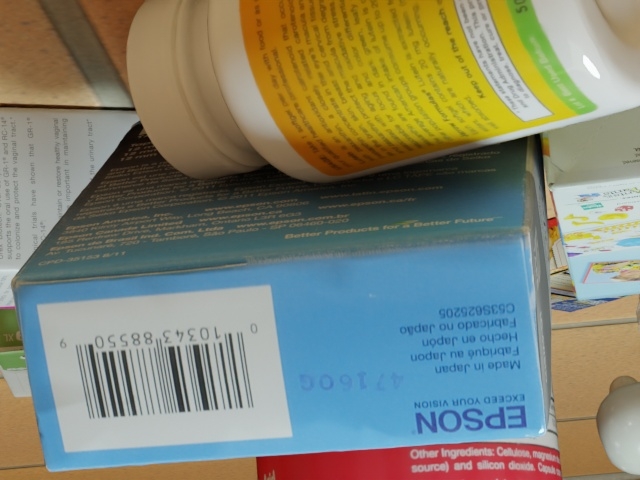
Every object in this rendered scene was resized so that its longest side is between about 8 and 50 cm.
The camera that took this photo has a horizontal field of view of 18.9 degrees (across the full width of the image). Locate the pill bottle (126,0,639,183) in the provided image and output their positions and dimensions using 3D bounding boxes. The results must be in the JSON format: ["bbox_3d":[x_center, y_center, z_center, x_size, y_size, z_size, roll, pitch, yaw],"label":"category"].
[{"bbox_3d":[0.032,-0.104,0.924,0.246,0.136,0.136,-13,163,31],"label":"pill bottle"}]

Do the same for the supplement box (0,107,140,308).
[{"bbox_3d":[-0.190,-0.018,1.242,0.220,0.114,0.111,-1,166,-19],"label":"supplement box"}]

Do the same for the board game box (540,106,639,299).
[{"bbox_3d":[0.201,-0.069,1.099,0.144,0.142,0.275,-7,165,8],"label":"board game box"}]

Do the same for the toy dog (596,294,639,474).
[{"bbox_3d":[0.371,0.058,1.548,0.334,0.161,0.220,-8,122,-10],"label":"toy dog"}]

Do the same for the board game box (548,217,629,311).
[{"bbox_3d":[0.237,0.014,1.626,0.147,0.045,0.193,10,160,-43],"label":"board game box"}]

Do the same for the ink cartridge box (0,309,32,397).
[{"bbox_3d":[-0.237,0.092,1.751,0.109,0.062,0.209,-3,165,-4],"label":"ink cartridge box"}]

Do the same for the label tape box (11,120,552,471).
[{"bbox_3d":[0.000,0.000,1.057,0.249,0.115,0.347,-6,-164,9],"label":"label tape box"}]

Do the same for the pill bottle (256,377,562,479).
[{"bbox_3d":[0.066,0.166,1.439,0.229,0.407,0.229,-4,165,-1],"label":"pill bottle"}]
